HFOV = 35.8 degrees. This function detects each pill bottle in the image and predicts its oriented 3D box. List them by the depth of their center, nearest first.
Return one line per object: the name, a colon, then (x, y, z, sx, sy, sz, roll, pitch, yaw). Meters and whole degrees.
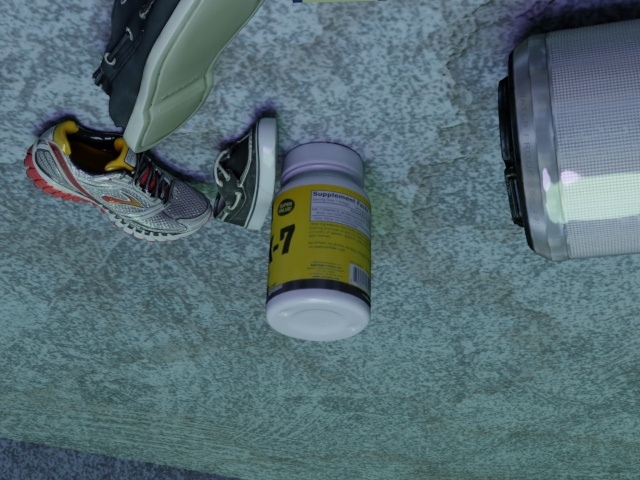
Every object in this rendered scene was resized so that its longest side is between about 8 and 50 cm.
pill bottle: (0.000, 0.000, 1.142, 0.119, 0.208, 0.119, 2, 151, 1)

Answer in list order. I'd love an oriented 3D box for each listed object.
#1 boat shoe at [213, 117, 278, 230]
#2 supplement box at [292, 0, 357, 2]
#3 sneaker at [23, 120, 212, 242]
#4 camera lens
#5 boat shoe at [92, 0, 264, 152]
boat shoe: (-0.091, -0.072, 1.155, 0.070, 0.077, 0.219, 6, 153, -8)
supplement box: (0.014, -0.250, 0.839, 0.083, 0.056, 0.083, 0, 151, 5)
sneaker: (-0.227, -0.068, 1.160, 0.225, 0.088, 0.093, 21, 143, -26)
camera lens: (0.312, -0.098, 0.925, 0.274, 0.219, 0.219, -6, 150, 15)
boat shoe: (-0.139, -0.203, 0.892, 0.113, 0.127, 0.340, 51, 154, 4)
